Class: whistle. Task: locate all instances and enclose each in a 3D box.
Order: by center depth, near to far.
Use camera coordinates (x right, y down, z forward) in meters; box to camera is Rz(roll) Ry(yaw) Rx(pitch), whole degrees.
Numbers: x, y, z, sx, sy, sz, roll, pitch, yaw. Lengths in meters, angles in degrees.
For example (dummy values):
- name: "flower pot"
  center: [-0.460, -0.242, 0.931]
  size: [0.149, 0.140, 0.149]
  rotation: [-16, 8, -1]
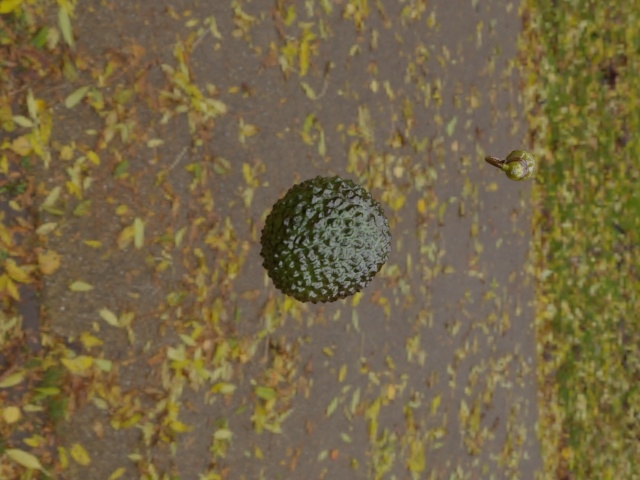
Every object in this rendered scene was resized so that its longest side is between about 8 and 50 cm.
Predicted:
- name: "whistle"
  center: [0.270, -0.110, 1.212]
  size: [0.057, 0.046, 0.109]
  rotation: [53, 21, 9]

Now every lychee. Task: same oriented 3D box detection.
- name: "lychee"
  center: [0.000, 0.000, 1.034]
  size: [0.171, 0.171, 0.171]
  rotation: [-1, 92, -57]
